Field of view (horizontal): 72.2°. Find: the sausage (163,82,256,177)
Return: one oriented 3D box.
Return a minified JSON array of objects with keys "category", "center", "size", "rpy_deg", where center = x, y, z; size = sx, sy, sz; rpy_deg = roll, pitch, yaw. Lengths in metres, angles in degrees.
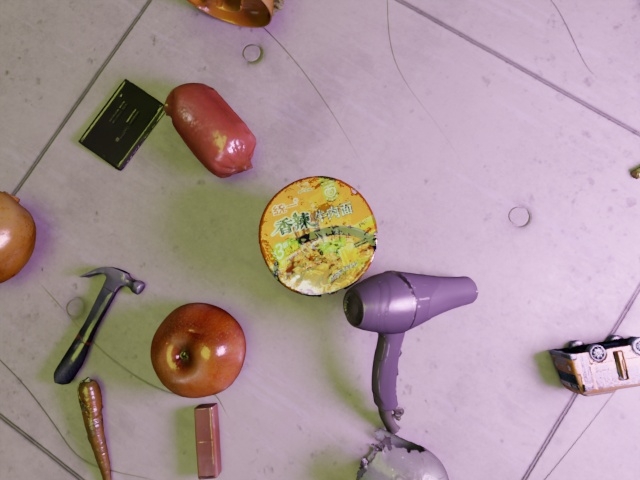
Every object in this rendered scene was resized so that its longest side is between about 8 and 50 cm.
[{"category":"sausage","center":[-0.244,-0.251,0.982],"size":[0.148,0.148,0.255],"rpy_deg":[-37,82,-1]}]

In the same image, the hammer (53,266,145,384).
[{"category":"hammer","center":[-0.531,0.193,1.003],"size":[0.137,0.037,0.290],"rpy_deg":[28,86,6]}]

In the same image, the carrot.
[{"category":"carrot","center":[-0.495,0.429,0.975],"size":[0.049,0.049,0.255],"rpy_deg":[-13,87,2]}]

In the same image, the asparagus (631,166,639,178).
[{"category":"asparagus","center":[0.795,-0.205,0.962],"size":[0.248,0.025,0.024],"rpy_deg":[-31,40,0]}]

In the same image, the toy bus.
[{"category":"toy bus","center":[0.581,0.254,0.893],"size":[0.181,0.091,0.104],"rpy_deg":[-9,83,1]}]

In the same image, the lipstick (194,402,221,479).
[{"category":"lipstick","center":[-0.244,0.434,0.954],"size":[0.045,0.045,0.146],"rpy_deg":[-6,82,5]}]

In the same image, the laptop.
[{"category":"laptop","center":[-0.479,-0.281,1.063],"size":[0.135,0.016,0.197],"rpy_deg":[34,87,6]}]

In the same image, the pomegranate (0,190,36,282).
[{"category":"pomegranate","center":[-0.745,-0.005,0.955],"size":[0.232,0.233,0.234],"rpy_deg":[0,84,4]}]

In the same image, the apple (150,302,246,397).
[{"category":"apple","center":[-0.256,0.228,0.918],"size":[0.200,0.162,0.202],"rpy_deg":[0,85,2]}]

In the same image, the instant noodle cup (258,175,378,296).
[{"category":"instant noodle cup","center":[0.000,0.000,0.914],"size":[0.229,0.182,0.231],"rpy_deg":[0,84,4]}]

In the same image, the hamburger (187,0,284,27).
[{"category":"hamburger","center":[-0.189,-0.624,0.954],"size":[0.274,0.274,0.213],"rpy_deg":[17,92,6]}]

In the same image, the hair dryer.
[{"category":"hair dryer","center":[0.174,0.232,0.904],"size":[0.300,0.121,0.362],"rpy_deg":[-3,108,-30]}]

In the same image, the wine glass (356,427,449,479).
[{"category":"wine glass","center":[0.230,0.505,0.864],"size":[0.320,0.143,0.144],"rpy_deg":[29,86,6]}]
